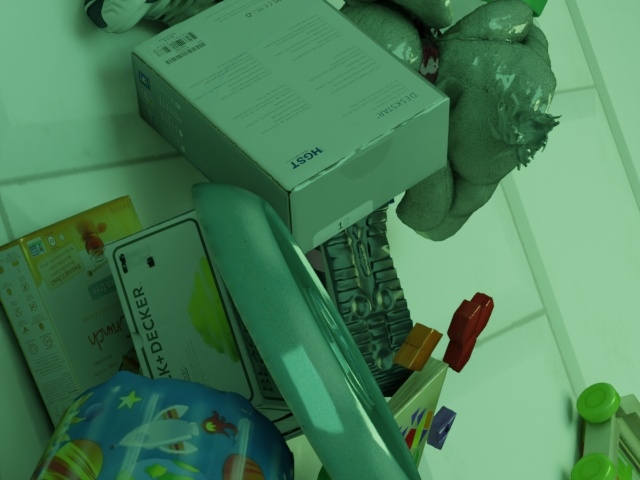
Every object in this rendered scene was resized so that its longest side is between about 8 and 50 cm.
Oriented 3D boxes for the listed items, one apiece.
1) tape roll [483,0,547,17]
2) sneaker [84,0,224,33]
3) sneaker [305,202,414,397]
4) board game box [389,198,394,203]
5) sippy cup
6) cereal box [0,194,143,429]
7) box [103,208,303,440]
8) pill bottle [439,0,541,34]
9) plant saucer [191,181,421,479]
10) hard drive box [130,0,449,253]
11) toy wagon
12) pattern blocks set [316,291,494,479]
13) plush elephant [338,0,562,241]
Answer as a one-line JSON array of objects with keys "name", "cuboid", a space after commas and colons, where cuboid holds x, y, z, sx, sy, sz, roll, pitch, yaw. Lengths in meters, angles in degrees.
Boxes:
[{"name": "tape roll", "cuboid": [0.116, -0.349, 1.883, 0.321, 0.321, 0.077, 16, 99, -56]}, {"name": "sneaker", "cuboid": [-0.127, -0.227, 1.591, 0.153, 0.094, 0.235, 47, 25, -20]}, {"name": "sneaker", "cuboid": [0.000, 0.000, 1.620, 0.112, 0.131, 0.319, 0, 80, -37]}, {"name": "board game box", "cuboid": [0.012, -0.136, 1.833, 0.136, 0.035, 0.201, 7, 67, -58]}, {"name": "sippy cup", "cuboid": [-0.118, 0.220, 1.129, 0.305, 0.240, 0.224, 34, 49, -27]}, {"name": "cereal box", "cuboid": [-0.167, 0.095, 1.369, 0.240, 0.047, 0.173, 67, 26, -4]}, {"name": "box", "cuboid": [-0.069, 0.083, 1.418, 0.290, 0.087, 0.169, 27, 43, -72]}, {"name": "pill bottle", "cuboid": [0.221, -0.276, 2.206, 0.184, 0.103, 0.103, -1, 73, -59]}, {"name": "plant saucer", "cuboid": [0.000, 0.087, 1.254, 0.318, 0.043, 0.317, 61, 3, -5]}, {"name": "hard drive box", "cuboid": [-0.028, -0.119, 1.498, 0.232, 0.181, 0.089, 43, -28, 32]}, {"name": "toy wagon", "cuboid": [0.401, 0.359, 2.158, 0.267, 0.068, 0.344, 51, 35, -30]}, {"name": "pattern blocks set", "cuboid": [0.061, 0.195, 1.544, 0.325, 0.026, 0.285, -27, 137, -62]}, {"name": "plush elephant", "cuboid": [0.096, -0.160, 1.739, 0.255, 0.272, 0.330, 27, 2, -5]}]
